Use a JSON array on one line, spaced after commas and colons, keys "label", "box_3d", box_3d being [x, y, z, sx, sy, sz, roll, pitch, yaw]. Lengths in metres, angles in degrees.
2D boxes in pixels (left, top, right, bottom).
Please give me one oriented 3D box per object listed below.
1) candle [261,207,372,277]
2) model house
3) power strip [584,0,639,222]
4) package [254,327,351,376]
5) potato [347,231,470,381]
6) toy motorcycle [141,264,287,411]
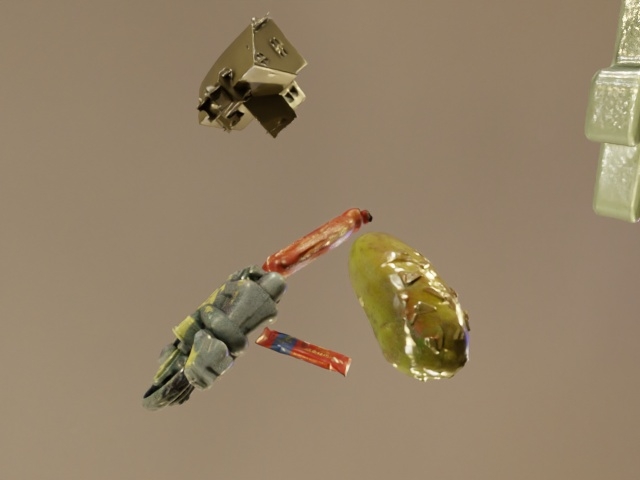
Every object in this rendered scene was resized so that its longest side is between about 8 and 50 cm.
[{"label": "candle", "box_3d": [0.000, 0.000, 0.987, 0.048, 0.051, 0.329, 48, -149, 7]}, {"label": "model house", "box_3d": [-0.152, -0.296, 1.197, 0.204, 0.211, 0.243, 46, -140, -11]}, {"label": "power strip", "box_3d": [0.332, -0.147, 0.606, 0.193, 0.059, 0.265, -24, -60, -45]}, {"label": "package", "box_3d": [-0.034, 0.231, 1.224, 0.083, 0.200, 0.022, -48, -23, -74]}, {"label": "potato", "box_3d": [0.136, 0.089, 0.924, 0.141, 0.298, 0.176, -31, -43, 9]}, {"label": "toy motorcycle", "box_3d": [-0.083, 0.074, 0.521, 0.061, 0.124, 0.193, 50, -155, -9]}]
